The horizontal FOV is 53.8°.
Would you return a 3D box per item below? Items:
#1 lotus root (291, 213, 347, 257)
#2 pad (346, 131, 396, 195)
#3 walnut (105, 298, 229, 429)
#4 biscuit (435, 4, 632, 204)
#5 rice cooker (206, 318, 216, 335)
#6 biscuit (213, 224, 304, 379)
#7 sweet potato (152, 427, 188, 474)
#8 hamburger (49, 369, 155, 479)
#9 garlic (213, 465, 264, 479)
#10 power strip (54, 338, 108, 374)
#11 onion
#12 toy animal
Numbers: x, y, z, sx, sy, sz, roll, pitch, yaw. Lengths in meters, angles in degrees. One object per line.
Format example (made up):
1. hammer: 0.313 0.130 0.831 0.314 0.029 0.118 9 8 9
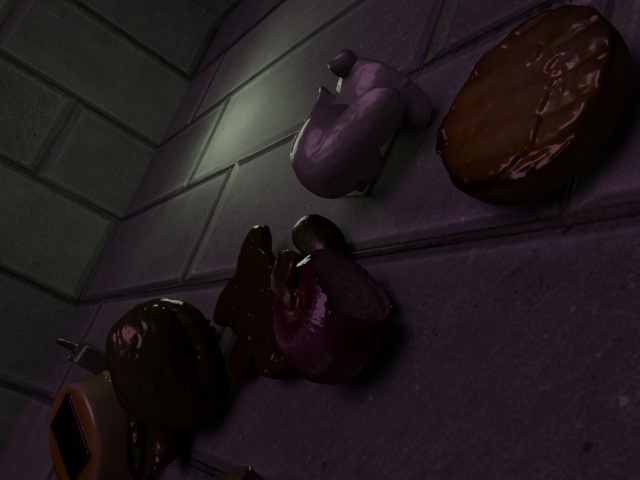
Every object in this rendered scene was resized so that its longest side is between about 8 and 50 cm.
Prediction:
1. lotus root: 0.000 0.000 1.220 0.179 0.089 0.081 -135 48 -56
2. pad: 0.103 -0.194 1.339 0.156 0.004 0.232 6 67 62
3. walnut: -0.321 0.258 1.305 0.283 0.283 0.227 -50 -13 17
4. biscuit: 0.295 -0.182 0.885 0.296 0.101 0.297 -43 32 36
5. rice cooker: -0.321 0.237 1.501 0.165 0.112 0.107 -18 41 43
6. biscuit: -0.107 0.145 1.281 0.283 0.064 0.432 -64 28 5
7. sweet potato: -0.323 0.406 1.381 0.075 0.074 0.269 -53 17 12
8. hamburger: -0.493 0.445 1.447 0.301 0.170 0.302 -1 88 44
9. garlic: -0.135 0.421 0.999 0.087 0.101 0.195 -39 1 -43
10. power strip: -0.532 0.320 1.581 0.053 0.288 0.093 -56 26 -12
11. onion: 0.008 0.129 0.993 0.207 0.200 0.201 38 97 32
12. toy animal: 0.047 -0.208 1.221 0.265 0.206 0.271 -56 31 -4
